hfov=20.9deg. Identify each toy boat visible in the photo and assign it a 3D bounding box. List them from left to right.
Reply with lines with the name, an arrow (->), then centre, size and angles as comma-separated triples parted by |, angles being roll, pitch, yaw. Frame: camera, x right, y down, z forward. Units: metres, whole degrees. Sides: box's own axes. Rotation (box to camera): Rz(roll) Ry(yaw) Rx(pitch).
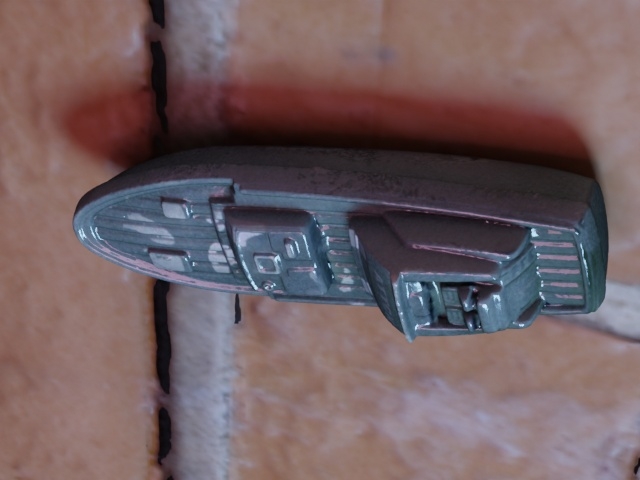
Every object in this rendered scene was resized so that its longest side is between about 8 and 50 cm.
toy boat -> 0.000, 0.000, 0.792 | 0.260, 0.085, 0.078 | 5, 134, 23
